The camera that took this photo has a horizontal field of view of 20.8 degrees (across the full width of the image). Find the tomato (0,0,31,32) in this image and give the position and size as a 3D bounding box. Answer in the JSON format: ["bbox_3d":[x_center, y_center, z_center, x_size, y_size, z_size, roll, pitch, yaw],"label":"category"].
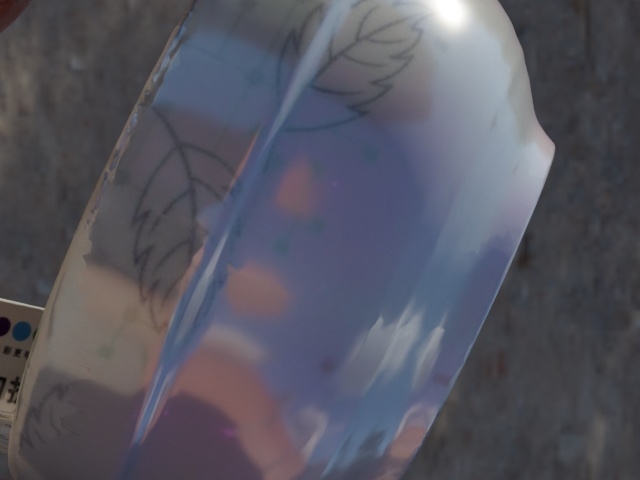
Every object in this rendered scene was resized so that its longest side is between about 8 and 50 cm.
[{"bbox_3d":[-0.218,-0.183,0.943,0.187,0.151,0.187,-176,-90,-71],"label":"tomato"}]

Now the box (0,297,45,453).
[{"bbox_3d":[-0.239,0.108,1.323,0.274,0.221,0.091,48,55,-66],"label":"box"}]

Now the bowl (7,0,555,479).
[{"bbox_3d":[0.000,0.000,0.721,0.287,0.144,0.287,25,90,-88],"label":"bowl"}]
